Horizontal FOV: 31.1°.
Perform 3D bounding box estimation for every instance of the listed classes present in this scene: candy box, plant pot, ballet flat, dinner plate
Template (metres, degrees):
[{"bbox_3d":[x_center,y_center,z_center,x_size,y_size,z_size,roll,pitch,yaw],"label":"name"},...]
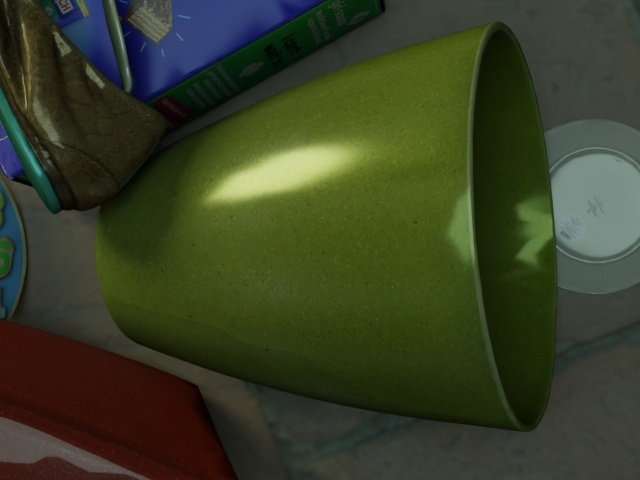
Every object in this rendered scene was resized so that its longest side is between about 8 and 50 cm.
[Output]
[{"bbox_3d":[-0.149,-0.229,0.896,0.317,0.122,0.268,-29,85,5],"label":"candy box"},{"bbox_3d":[-0.238,0.186,0.781,0.235,0.267,0.267,33,90,-14],"label":"plant pot"},{"bbox_3d":[0.000,0.000,0.826,0.293,0.275,0.275,-4,87,21],"label":"plant pot"},{"bbox_3d":[-0.219,-0.183,0.794,0.124,0.116,0.342,-33,86,-17],"label":"ballet flat"},{"bbox_3d":[0.218,-0.028,0.911,0.141,0.017,0.141,0,88,6],"label":"dinner plate"}]

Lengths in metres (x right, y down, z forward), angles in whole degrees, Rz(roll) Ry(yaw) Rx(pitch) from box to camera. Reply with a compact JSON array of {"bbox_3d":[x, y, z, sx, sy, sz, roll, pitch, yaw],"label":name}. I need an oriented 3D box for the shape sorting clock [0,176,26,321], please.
[{"bbox_3d":[-0.318,0.007,0.878,0.040,0.206,0.206,-5,86,47],"label":"shape sorting clock"}]
